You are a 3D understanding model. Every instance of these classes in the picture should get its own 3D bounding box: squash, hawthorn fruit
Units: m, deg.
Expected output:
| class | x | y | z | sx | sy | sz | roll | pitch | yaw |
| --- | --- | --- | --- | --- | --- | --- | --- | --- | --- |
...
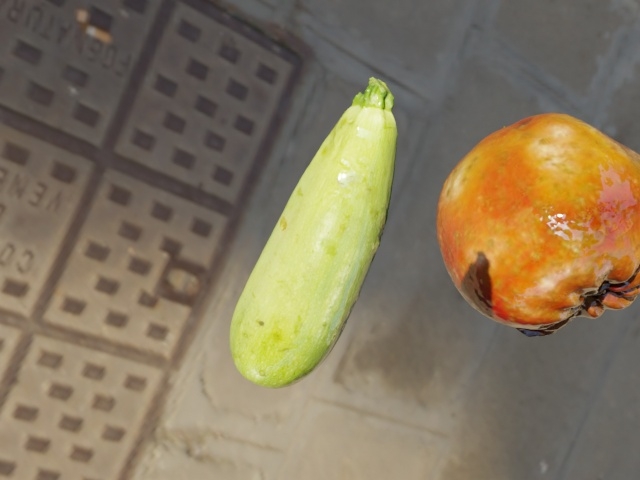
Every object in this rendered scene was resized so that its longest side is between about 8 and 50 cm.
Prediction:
| class | x | y | z | sx | sy | sz | roll | pitch | yaw |
| --- | --- | --- | --- | --- | --- | --- | --- | --- | --- |
| squash | 0.006 | 0.005 | 1.251 | 0.118 | 0.118 | 0.370 | 7 | 119 | -40 |
| hawthorn fruit | 0.396 | -0.045 | 2.016 | 0.403 | 0.403 | 0.402 | -13 | 112 | -35 |
